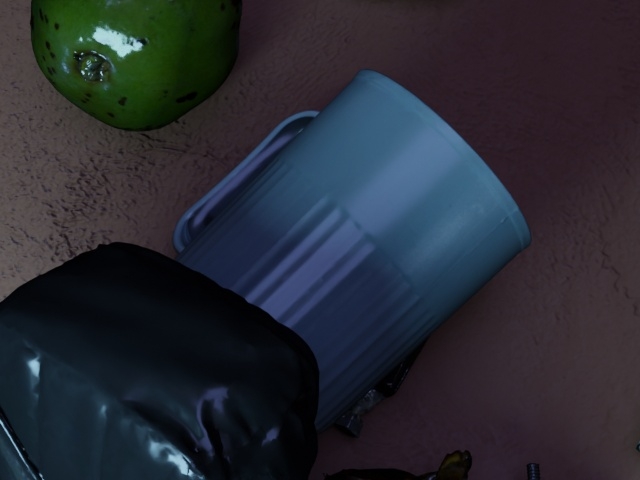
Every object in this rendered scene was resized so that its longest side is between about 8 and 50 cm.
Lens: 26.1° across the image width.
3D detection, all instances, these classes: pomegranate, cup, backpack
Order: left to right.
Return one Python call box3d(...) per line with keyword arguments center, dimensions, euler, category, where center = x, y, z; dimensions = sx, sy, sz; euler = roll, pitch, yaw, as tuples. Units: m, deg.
box3d(center=(-0.170, 0.236, 1.328), dimensions=(0.363, 0.445, 0.255), euler=(26, 48, 28), category="backpack")
box3d(center=(-0.204, -0.259, 1.609), dimensions=(0.254, 0.254, 0.270), euler=(34, 43, 10), category="pomegranate")
box3d(center=(-0.001, -0.005, 1.475), dimensions=(0.311, 0.257, 0.331), euler=(-44, 70, -7), category="cup")

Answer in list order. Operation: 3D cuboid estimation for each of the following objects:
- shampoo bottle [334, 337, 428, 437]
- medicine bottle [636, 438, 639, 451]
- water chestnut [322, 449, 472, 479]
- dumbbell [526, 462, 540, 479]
box3d(center=(0.076, 0.127, 1.563), dimensions=(0.063, 0.057, 0.207), euler=(30, 71, 9), category="shampoo bottle")
box3d(center=(0.467, 0.057, 1.584), dimensions=(0.108, 0.108, 0.426), euler=(22, 72, 6), category="medicine bottle")
box3d(center=(0.087, 0.317, 1.416), dimensions=(0.224, 0.223, 0.238), euler=(23, 63, 6), category="water chestnut")
box3d(center=(0.233, 0.340, 1.467), dimensions=(0.099, 0.099, 0.208), euler=(0, 68, -2), category="dumbbell")
